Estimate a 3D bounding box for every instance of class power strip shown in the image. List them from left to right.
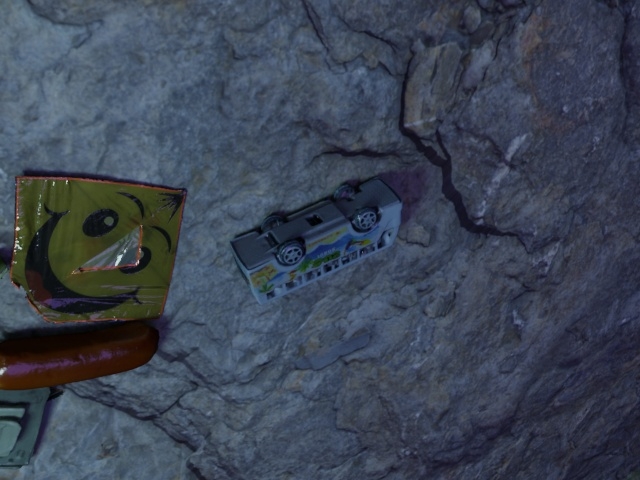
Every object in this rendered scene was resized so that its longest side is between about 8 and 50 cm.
[{"bbox_3d":[-0.593,0.331,1.164,0.213,0.064,0.198,8,114,-30],"label":"power strip"}]

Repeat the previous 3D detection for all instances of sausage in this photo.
[{"bbox_3d":[-0.427,0.206,1.182,0.300,0.083,0.089,-5,113,-29],"label":"sausage"}]

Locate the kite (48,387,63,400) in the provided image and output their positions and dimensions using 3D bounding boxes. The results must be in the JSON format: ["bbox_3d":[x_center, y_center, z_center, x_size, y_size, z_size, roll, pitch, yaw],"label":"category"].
[{"bbox_3d":[-0.627,0.274,1.166,0.321,0.016,0.234,27,103,-34],"label":"kite"}]

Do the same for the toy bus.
[{"bbox_3d":[0.000,0.000,1.286,0.330,0.109,0.136,-24,133,-14],"label":"toy bus"}]

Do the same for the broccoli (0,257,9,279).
[{"bbox_3d":[-0.584,0.093,1.049,0.204,0.118,0.122,-38,97,-23],"label":"broccoli"}]

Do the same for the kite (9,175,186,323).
[{"bbox_3d":[-0.367,0.009,1.156,0.327,0.013,0.377,-35,127,-6],"label":"kite"}]
